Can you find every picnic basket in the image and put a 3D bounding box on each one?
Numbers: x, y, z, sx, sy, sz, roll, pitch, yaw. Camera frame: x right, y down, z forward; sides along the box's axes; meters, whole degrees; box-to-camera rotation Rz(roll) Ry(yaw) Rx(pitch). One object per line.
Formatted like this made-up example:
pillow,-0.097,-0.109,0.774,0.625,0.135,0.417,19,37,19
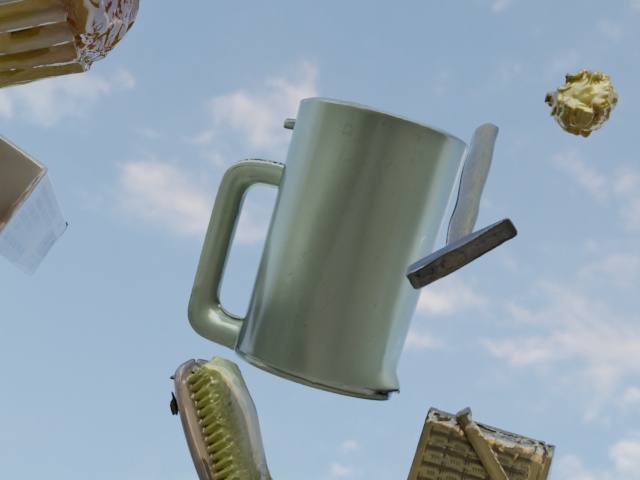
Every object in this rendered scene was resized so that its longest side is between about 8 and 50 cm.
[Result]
picnic basket,0.178,0.380,1.326,0.175,0.313,0.228,14,-23,15

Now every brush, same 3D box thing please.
brush,-0.064,0.248,1.022,0.072,0.313,0.067,0,-26,-42

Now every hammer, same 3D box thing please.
hammer,0.091,-0.032,0.643,0.062,0.199,0.013,-29,-75,24

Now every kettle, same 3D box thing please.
kettle,0.005,0.002,1.295,0.265,0.205,0.318,15,-88,-9

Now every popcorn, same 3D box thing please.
popcorn,0.301,-0.160,1.283,0.083,0.082,0.057,4,-25,20

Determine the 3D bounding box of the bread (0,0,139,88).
bread,-0.181,-0.214,0.561,0.156,0.204,0.288,-13,-95,-4

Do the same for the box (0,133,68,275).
box,-0.291,-0.069,0.808,0.214,0.069,0.353,37,-12,-6
